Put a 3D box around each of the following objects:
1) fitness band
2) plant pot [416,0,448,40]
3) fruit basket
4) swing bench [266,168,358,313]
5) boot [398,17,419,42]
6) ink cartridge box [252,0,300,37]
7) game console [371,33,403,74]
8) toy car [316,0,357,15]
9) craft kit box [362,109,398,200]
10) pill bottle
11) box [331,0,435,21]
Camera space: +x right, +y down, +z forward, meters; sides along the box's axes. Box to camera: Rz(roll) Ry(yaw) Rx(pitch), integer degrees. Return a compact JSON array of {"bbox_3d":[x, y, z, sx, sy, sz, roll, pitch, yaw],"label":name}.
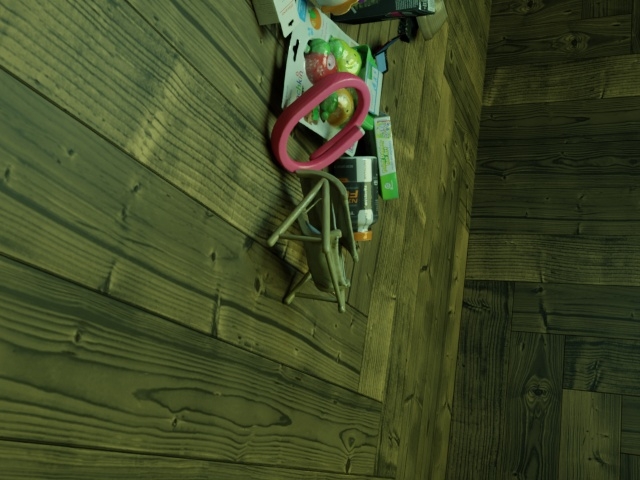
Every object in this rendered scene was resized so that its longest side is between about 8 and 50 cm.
[{"bbox_3d":[0.007,-0.288,1.687,0.291,0.054,0.209,-41,142,-2],"label":"fitness band"},{"bbox_3d":[0.421,-0.895,2.589,0.237,0.109,0.237,-14,90,-71],"label":"plant pot"},{"bbox_3d":[0.030,-0.431,1.794,0.353,0.165,0.327,28,66,-58],"label":"fruit basket"},{"bbox_3d":[0.000,0.000,1.695,0.253,0.165,0.255,76,28,-48],"label":"swing bench"},{"bbox_3d":[0.330,-0.787,2.539,0.121,0.045,0.099,26,66,-56],"label":"boot"},{"bbox_3d":[-0.114,-0.579,1.597,0.104,0.061,0.181,-59,141,-45],"label":"ink cartridge box"},{"bbox_3d":[0.229,-0.621,2.286,0.144,0.085,0.124,-44,130,-55],"label":"game console"},{"bbox_3d":[0.051,-0.668,1.707,0.219,0.210,0.238,46,29,-70],"label":"toy car"},{"bbox_3d":[0.179,-0.275,2.100,0.247,0.061,0.250,-102,-177,-71],"label":"craft kit box"},{"bbox_3d":[0.106,-0.122,1.994,0.130,0.130,0.246,-13,102,-64],"label":"pill bottle"},{"bbox_3d":[0.180,-0.715,1.966,0.165,0.270,0.143,-26,114,-62],"label":"box"}]
